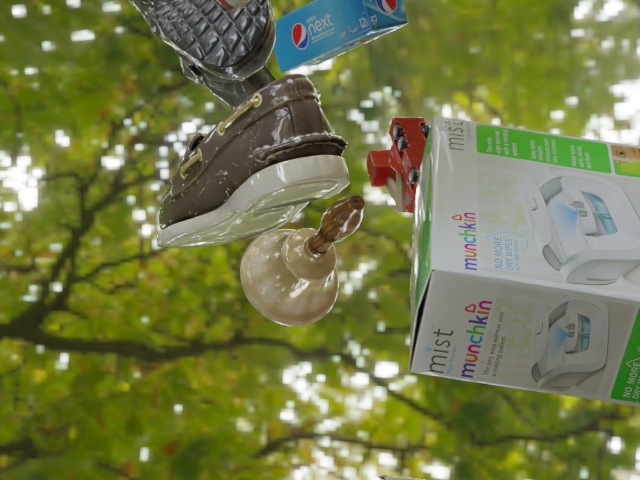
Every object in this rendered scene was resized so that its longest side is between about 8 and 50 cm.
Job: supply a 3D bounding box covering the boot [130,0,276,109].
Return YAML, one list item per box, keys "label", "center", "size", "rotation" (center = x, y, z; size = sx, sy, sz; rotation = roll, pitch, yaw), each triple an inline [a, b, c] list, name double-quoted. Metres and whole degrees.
- label: "boot"
  center: [-0.103, -0.220, 1.748]
  size: [0.118, 0.338, 0.223]
  rotation: [-38, -49, -2]

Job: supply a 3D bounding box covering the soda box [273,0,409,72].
- label: "soda box"
  center: [0.020, -0.284, 2.057]
  size: [0.067, 0.210, 0.071]
  rotation: [-17, -90, -38]

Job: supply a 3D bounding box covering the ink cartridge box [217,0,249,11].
- label: "ink cartridge box"
  center: [-0.056, -0.424, 1.398]
  size: [0.279, 0.160, 0.385]
  rotation: [40, -134, -3]

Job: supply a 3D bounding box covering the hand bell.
- label: "hand bell"
  center: [0.000, 0.000, 1.793]
  size: [0.126, 0.242, 0.126]
  rotation: [7, -114, -17]

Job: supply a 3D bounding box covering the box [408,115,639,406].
- label: "box"
  center: [0.202, 0.016, 1.453]
  size: [0.262, 0.231, 0.127]
  rotation: [-82, 2, -55]

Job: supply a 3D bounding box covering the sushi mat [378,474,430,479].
- label: "sushi mat"
  center: [0.212, 0.253, 1.367]
  size: [0.316, 0.151, 0.019]
  rotation: [7, -70, -16]

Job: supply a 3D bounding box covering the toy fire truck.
- label: "toy fire truck"
  center: [0.110, -0.083, 2.011]
  size: [0.192, 0.047, 0.135]
  rotation: [-106, 20, -45]

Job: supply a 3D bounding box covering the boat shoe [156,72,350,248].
- label: "boat shoe"
  center: [-0.073, -0.061, 1.409]
  size: [0.116, 0.324, 0.097]
  rotation: [-9, -98, -24]
